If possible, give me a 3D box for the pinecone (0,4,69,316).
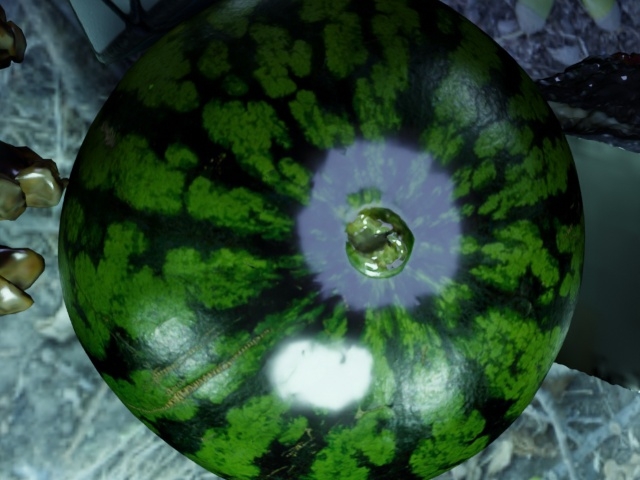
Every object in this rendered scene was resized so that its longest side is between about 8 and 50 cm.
[{"bbox_3d":[-0.251,-0.053,0.438,0.243,0.243,0.257,-24,73,-25],"label":"pinecone"}]

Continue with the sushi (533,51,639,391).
[{"bbox_3d":[0.239,-0.032,0.680,0.212,0.227,0.216,-31,107,-31],"label":"sushi"}]

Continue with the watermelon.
[{"bbox_3d":[0.000,0.000,0.528,0.285,0.285,0.285,1,88,-27],"label":"watermelon"}]

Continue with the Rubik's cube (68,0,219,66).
[{"bbox_3d":[-0.062,-0.247,0.549,0.205,0.205,0.207,-31,103,-24],"label":"Rubik's cube"}]
